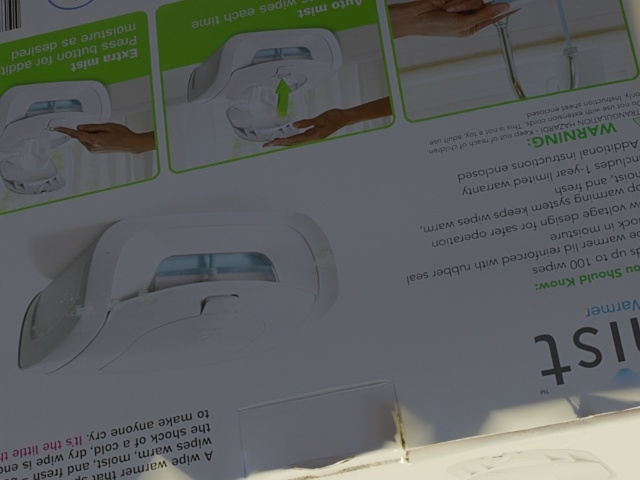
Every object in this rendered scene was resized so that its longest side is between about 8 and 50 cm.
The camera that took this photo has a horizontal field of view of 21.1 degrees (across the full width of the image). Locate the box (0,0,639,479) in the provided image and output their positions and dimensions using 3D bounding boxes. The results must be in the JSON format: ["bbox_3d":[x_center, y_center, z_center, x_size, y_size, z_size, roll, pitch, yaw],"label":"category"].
[{"bbox_3d":[0.000,0.000,0.617,0.127,0.262,0.231,67,-168,-61],"label":"box"}]
